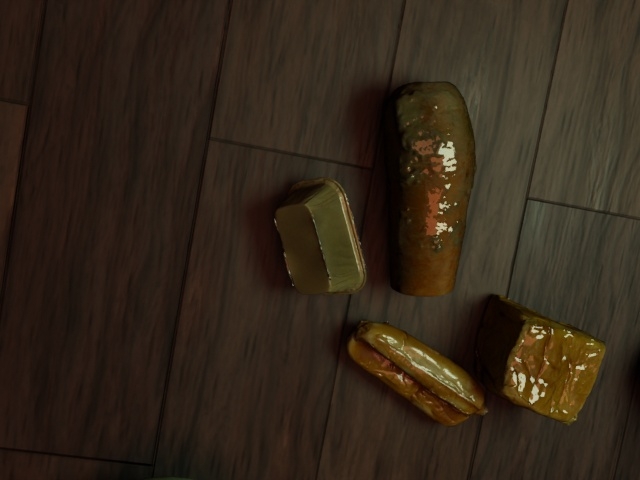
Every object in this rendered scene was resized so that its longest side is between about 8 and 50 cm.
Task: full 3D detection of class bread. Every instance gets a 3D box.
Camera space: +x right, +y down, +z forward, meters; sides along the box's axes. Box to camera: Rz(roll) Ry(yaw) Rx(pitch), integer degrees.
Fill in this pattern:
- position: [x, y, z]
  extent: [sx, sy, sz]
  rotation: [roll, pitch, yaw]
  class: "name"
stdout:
- position: [0.318, 0.176, 1.135]
  extent: [0.143, 0.158, 0.149]
  rotation: [20, 89, -9]
  class: "bread"

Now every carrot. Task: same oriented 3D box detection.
- position: [0.158, -0.077, 1.096]
  extent: [0.138, 0.139, 0.302]
  rotation: [-5, 104, -8]
  class: "carrot"

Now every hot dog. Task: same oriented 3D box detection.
- position: [0.151, 0.199, 1.153]
  extent: [0.249, 0.076, 0.102]
  rotation: [35, 128, -9]
  class: "hot dog"

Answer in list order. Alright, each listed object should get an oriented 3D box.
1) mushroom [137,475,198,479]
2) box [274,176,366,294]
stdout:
- position: [-0.226, 0.504, 1.038]
  extent: [0.351, 0.260, 0.353]
  rotation: [0, 98, -3]
  class: "mushroom"
- position: [0.000, 0.000, 1.094]
  extent: [0.111, 0.111, 0.177]
  rotation: [-15, 99, -6]
  class: "box"
